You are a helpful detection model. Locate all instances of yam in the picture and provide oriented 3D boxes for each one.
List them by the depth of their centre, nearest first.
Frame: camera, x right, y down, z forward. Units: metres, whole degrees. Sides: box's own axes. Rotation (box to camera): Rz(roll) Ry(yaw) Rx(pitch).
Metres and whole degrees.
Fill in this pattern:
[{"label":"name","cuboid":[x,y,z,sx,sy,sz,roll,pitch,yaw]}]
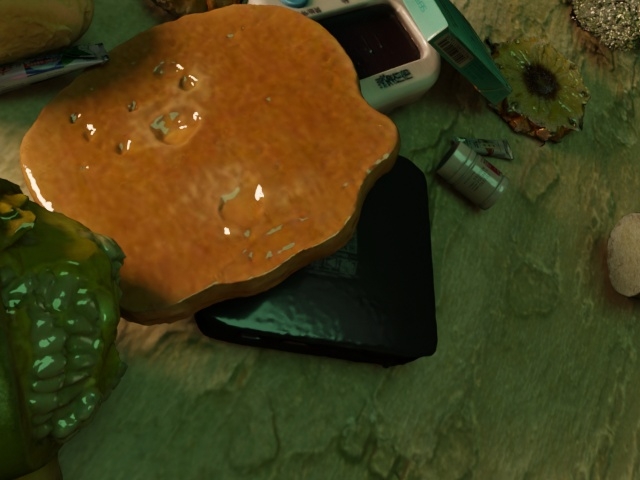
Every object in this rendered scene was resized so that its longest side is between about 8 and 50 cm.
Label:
[{"label":"yam","cuboid":[0.568,0.031,1.067,0.330,0.133,0.133,4,65,-28]}]

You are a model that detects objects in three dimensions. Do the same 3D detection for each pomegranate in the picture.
[{"label":"pomegranate","cuboid":[-0.279,0.105,0.566,0.260,0.260,0.341,-5,93,-27]}]

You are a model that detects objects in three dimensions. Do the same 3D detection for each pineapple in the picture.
[{"label":"pineapple","cuboid":[0.348,-0.255,1.145,0.221,0.047,0.221,10,63,-20]}]

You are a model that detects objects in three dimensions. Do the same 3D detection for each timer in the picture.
[{"label":"timer","cuboid":[0.031,-0.275,0.976,0.262,0.087,0.237,-27,81,-35]}]

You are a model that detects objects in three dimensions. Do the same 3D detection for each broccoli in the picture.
[{"label":"broccoli","cuboid":[0.636,-0.415,1.287,0.361,0.221,0.252,32,21,-9]}]

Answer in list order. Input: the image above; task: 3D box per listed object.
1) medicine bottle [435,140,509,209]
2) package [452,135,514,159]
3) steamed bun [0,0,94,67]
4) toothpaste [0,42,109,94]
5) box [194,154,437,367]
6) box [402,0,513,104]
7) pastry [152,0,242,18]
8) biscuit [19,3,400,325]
[{"label":"medicine bottle","cuboid":[0.215,-0.092,0.996,0.091,0.058,0.058,37,56,-5]},{"label":"package","cuboid":[0.246,-0.140,1.060,0.110,0.015,0.037,-1,62,-27]},{"label":"steamed bun","cuboid":[-0.396,-0.303,0.742,0.273,0.166,0.232,-17,76,-31]},{"label":"toothpaste","cuboid":[-0.321,-0.187,0.781,0.170,0.028,0.045,-20,42,-13]},{"label":"box","cuboid":[0.000,0.000,0.842,0.290,0.073,0.289,11,62,-20]},{"label":"box","cuboid":[0.187,-0.303,1.015,0.229,0.041,0.162,19,42,-52]},{"label":"pastry","cuboid":[-0.165,-0.352,0.927,0.153,0.081,0.153,18,56,-28]},{"label":"biscuit","cuboid":[-0.117,-0.103,0.773,0.385,0.062,0.365,-31,64,-15]}]
